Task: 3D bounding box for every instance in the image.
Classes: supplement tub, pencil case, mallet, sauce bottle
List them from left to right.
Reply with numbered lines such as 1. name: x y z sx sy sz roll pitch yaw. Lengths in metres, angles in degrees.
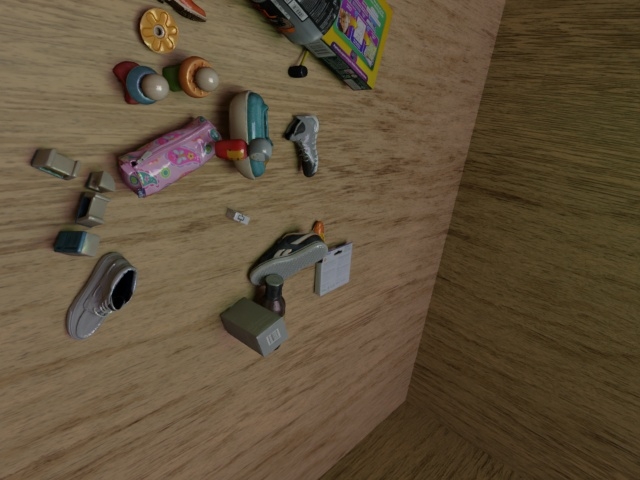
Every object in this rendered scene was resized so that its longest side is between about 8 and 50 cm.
1. pencil case: -0.402 -0.228 1.092 0.284 0.124 0.124 -40 136 -32
2. sauce bottle: -0.192 0.286 1.598 0.111 0.111 0.345 -24 136 -42
3. supplement tub: -0.108 -0.728 1.116 0.338 0.207 0.207 24 89 -53
4. mallet: -0.056 -0.637 1.380 0.039 0.062 0.190 35 66 -52

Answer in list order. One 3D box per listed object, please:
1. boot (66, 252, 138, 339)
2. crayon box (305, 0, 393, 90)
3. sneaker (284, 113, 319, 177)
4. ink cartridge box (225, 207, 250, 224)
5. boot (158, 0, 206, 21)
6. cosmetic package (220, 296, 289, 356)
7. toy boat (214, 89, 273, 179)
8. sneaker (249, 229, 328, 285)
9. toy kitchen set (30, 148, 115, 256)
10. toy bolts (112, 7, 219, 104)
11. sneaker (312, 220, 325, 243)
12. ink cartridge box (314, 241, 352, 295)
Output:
1. boot: -0.581 0.166 1.079 0.095 0.123 0.259 24 89 -53
2. crayon box: 0.100 -0.758 1.416 0.362 0.106 0.314 16 87 -54
3. sneaker: -0.077 -0.345 1.475 0.132 0.086 0.229 -10 106 -43
4. ink cartridge box: -0.286 -0.084 1.372 0.083 0.048 0.028 26 88 -52
5. boot: -0.345 -0.616 1.011 0.157 0.059 0.085 16 91 -52
6. cosmetic package: -0.244 0.309 1.472 0.127 0.237 0.107 -34 122 -32
7. toy boat: -0.198 -0.291 1.183 0.318 0.147 0.268 -87 178 -64
8. sneaker: -0.137 0.064 1.590 0.320 0.128 0.126 -23 140 -11
9. toy kitchen set: -0.610 -0.083 0.949 0.166 0.122 0.207 29 66 -53
10. toy bolts: -0.377 -0.429 0.984 0.228 0.158 0.218 -43 137 -28
11. sneaker: 0.000 0.000 1.756 0.064 0.067 0.175 -21 122 -42
12. ink cartridge box: 0.063 0.126 1.918 0.223 0.045 0.224 -19 122 -45
